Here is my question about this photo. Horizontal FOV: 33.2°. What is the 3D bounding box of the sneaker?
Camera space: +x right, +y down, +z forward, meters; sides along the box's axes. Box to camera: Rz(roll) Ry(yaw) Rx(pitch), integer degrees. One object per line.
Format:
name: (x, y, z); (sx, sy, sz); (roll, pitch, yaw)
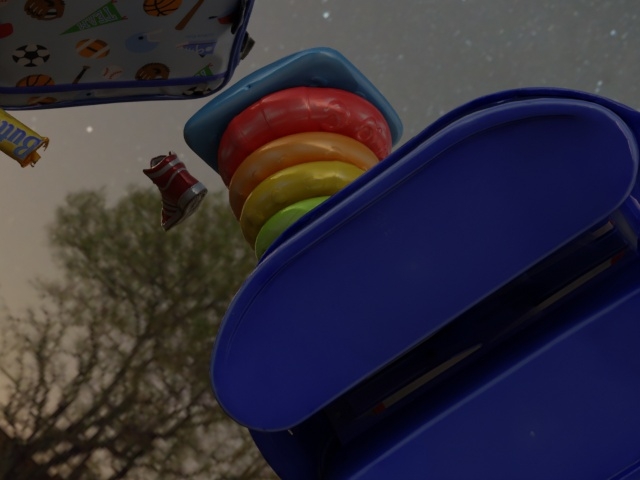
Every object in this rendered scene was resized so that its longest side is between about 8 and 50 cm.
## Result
sneaker: (-0.164, -0.055, 1.165); (0.067, 0.042, 0.118); (49, -29, 1)

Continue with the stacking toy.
stacking toy: (0.000, 0.000, 0.928); (0.166, 0.175, 0.302); (41, 29, -46)

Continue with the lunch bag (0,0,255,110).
lunch bag: (-0.214, -0.231, 1.111); (0.243, 0.303, 0.115); (118, -40, -54)

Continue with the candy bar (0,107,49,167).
candy bar: (-0.308, -0.115, 0.954); (0.161, 0.040, 0.018); (39, 3, -43)

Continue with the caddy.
caddy: (0.096, 0.055, 0.668); (0.241, 0.341, 0.179); (55, 10, 0)
